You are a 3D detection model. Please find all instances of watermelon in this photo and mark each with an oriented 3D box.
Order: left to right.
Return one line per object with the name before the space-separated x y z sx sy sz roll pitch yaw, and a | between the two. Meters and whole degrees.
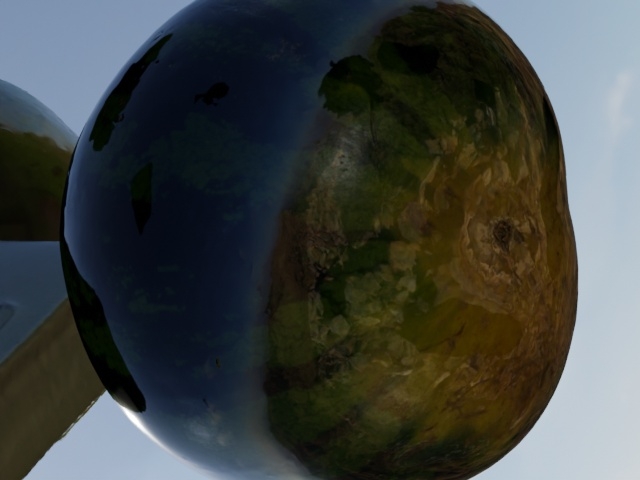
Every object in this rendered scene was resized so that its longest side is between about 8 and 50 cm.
watermelon | 0.002 0.002 0.784 0.269 0.269 0.269 16 -90 -74

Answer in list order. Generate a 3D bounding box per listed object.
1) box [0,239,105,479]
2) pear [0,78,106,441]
box | -0.378 0.125 1.088 0.396 0.396 0.111 -50 -46 -54
pear | -0.340 0.009 1.424 0.165 0.399 0.399 135 158 -68
